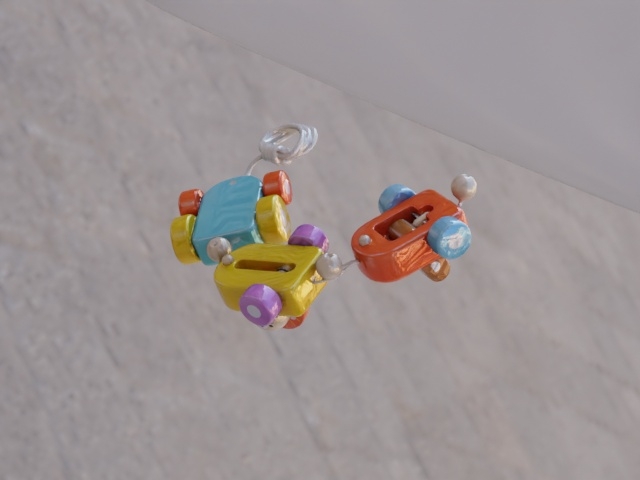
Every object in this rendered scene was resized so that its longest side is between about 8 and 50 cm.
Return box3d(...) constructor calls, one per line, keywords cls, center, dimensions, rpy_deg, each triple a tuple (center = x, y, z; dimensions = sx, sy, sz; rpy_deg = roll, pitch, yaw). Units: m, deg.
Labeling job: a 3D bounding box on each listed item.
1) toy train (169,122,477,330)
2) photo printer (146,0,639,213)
box3d(cls="toy train", center=(0.000, 0.000, 0.864), dimensions=(0.166, 0.125, 0.046), rpy_deg=(31, -31, 53))
box3d(cls="photo printer", center=(0.103, -0.159, 0.471), dimensions=(0.256, 0.307, 0.107), rpy_deg=(22, 40, -11))
